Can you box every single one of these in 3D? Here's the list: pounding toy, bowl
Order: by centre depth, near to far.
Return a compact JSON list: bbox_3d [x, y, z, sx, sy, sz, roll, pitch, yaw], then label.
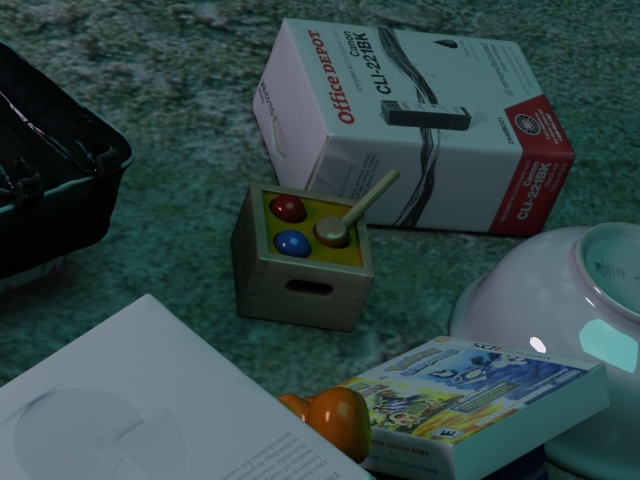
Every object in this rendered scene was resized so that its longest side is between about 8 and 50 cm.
[{"bbox_3d":[0.000,0.000,1.744,0.141,0.100,0.130,9,39,-15],"label":"pounding toy"},{"bbox_3d":[0.279,0.077,1.755,0.297,0.134,0.298,14,37,-11],"label":"bowl"}]

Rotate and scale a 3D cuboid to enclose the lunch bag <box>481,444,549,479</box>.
[{"bbox_3d":[0.147,0.191,1.601,0.098,0.065,0.067,-21,20,-41],"label":"lunch bag"}]

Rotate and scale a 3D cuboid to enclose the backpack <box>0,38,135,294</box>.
[{"bbox_3d":[-0.314,-0.072,1.608,0.253,0.191,0.225,44,40,17],"label":"backpack"}]

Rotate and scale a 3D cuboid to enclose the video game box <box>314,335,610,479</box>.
[{"bbox_3d":[0.108,0.140,1.593,0.187,0.048,0.205,4,19,44],"label":"video game box"}]

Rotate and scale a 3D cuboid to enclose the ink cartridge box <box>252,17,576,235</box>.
[{"bbox_3d":[0.090,-0.115,1.918,0.272,0.114,0.197,3,41,-21],"label":"ink cartridge box"}]

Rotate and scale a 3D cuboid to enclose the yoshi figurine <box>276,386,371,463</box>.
[{"bbox_3d":[-0.138,0.187,1.376,0.362,0.203,0.204,2,47,-19],"label":"yoshi figurine"}]

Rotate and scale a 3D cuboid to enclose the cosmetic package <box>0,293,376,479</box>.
[{"bbox_3d":[-0.115,0.188,1.169,0.224,0.138,0.224,-33,48,-25],"label":"cosmetic package"}]
